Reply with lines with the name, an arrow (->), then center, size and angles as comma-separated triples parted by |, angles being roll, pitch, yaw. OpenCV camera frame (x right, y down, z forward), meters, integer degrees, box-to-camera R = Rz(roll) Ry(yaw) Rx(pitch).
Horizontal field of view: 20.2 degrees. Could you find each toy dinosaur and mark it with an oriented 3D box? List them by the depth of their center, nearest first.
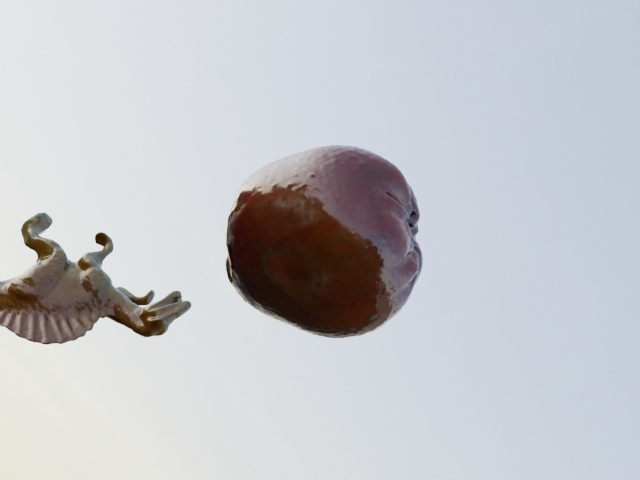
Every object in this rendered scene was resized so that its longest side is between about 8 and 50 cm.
toy dinosaur -> -0.225, 0.050, 1.418 | 0.142, 0.212, 0.057 | 50, -31, 38

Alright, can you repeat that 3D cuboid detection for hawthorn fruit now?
hawthorn fruit -> 0.000, 0.000, 1.219 | 0.138, 0.133, 0.133 | -3, -33, 12
